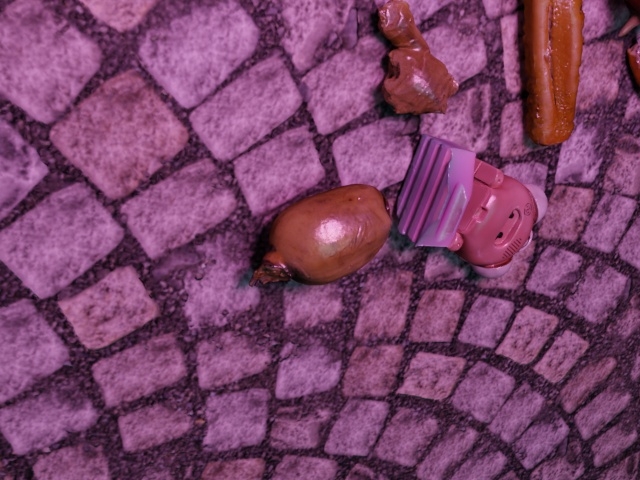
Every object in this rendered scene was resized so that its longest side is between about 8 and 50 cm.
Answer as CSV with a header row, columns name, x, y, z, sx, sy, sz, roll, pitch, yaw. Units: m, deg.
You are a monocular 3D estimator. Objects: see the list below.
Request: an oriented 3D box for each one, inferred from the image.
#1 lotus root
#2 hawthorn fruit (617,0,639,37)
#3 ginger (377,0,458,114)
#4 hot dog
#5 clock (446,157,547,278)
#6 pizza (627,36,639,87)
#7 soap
name,x,y,z,sx,sy,sz,roll,pitch,yaw
lotus root,0.000,0.000,1.034,0.221,0.118,0.125,-28,106,-17
hawthorn fruit,0.508,-0.390,1.076,0.199,0.199,0.251,25,110,-34
ginger,0.111,-0.231,1.013,0.096,0.067,0.165,-40,112,-5
hot dog,0.332,-0.273,1.105,0.083,0.068,0.289,-8,123,2
clock,0.267,-0.026,1.172,0.162,0.093,0.166,25,99,-37
pizza,0.589,-0.304,1.230,0.195,0.052,0.185,-47,118,5
soap,0.164,-0.066,1.093,0.056,0.100,0.149,11,107,-31
